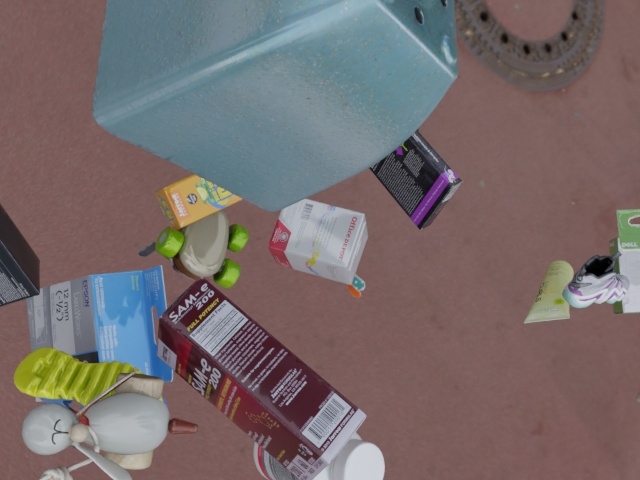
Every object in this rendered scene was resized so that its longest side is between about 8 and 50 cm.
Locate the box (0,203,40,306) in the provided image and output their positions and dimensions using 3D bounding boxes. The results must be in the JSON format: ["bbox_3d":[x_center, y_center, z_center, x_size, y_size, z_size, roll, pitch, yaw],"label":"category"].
[{"bbox_3d":[-0.634,0.008,1.323,0.184,0.103,0.261,-19,135,-3],"label":"box"}]

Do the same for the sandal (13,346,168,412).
[{"bbox_3d":[-0.425,0.300,1.462,0.126,0.317,0.138,-61,154,-31],"label":"sandal"}]

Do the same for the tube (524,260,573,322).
[{"bbox_3d":[0.507,0.117,1.649,0.062,0.070,0.240,36,33,6],"label":"tube"}]

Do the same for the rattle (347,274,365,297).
[{"bbox_3d":[0.037,0.039,1.914,0.143,0.130,0.199,7,84,-30],"label":"rattle"}]

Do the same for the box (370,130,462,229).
[{"bbox_3d":[0.136,-0.112,1.178,0.029,0.116,0.162,-27,70,-33],"label":"box"}]

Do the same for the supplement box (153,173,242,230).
[{"bbox_3d":[-0.160,-0.099,1.300,0.233,0.080,0.078,-28,100,-20],"label":"supplement box"}]

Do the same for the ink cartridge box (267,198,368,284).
[{"bbox_3d":[0.000,0.000,1.617,0.176,0.127,0.128,16,72,14],"label":"ink cartridge box"}]

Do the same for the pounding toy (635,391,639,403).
[{"bbox_3d":[0.593,0.266,1.134,0.154,0.269,0.155,39,72,-23],"label":"pounding toy"}]

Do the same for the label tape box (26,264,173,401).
[{"bbox_3d":[-0.479,0.202,1.629,0.115,0.348,0.249,3,75,-52],"label":"label tape box"}]

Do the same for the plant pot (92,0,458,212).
[{"bbox_3d":[-0.018,-0.199,0.694,0.248,0.252,0.247,26,59,-48],"label":"plant pot"}]

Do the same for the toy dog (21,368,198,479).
[{"bbox_3d":[-0.310,0.302,1.203,0.161,0.334,0.220,3,102,14],"label":"toy dog"}]

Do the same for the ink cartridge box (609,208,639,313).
[{"bbox_3d":[0.650,0.043,1.539,0.109,0.062,0.209,-2,83,4],"label":"ink cartridge box"}]

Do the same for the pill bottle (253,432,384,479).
[{"bbox_3d":[-0.003,0.523,1.829,0.176,0.319,0.176,2,88,-41],"label":"pill bottle"}]

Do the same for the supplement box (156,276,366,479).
[{"bbox_3d":[-0.075,0.162,0.863,0.239,0.130,0.073,39,61,9],"label":"supplement box"}]

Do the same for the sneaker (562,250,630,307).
[{"bbox_3d":[0.320,0.037,0.843,0.098,0.038,0.069,-12,135,-32],"label":"sneaker"}]

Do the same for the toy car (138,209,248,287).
[{"bbox_3d":[-0.256,0.020,1.412,0.155,0.188,0.149,32,52,-31],"label":"toy car"}]
